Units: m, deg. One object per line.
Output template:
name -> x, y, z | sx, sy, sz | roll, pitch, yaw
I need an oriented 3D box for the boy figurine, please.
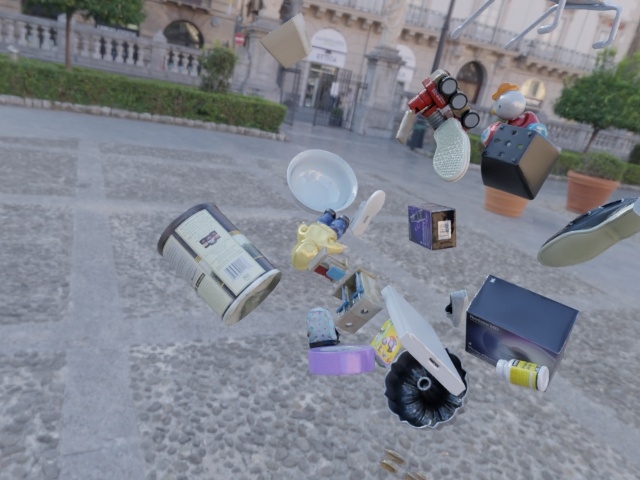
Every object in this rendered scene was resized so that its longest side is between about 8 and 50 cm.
boy figurine -> 0.000, 0.000, 1.503 | 0.177, 0.092, 0.285 | 26, 40, 12

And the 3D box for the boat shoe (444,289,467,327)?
boat shoe -> 0.558, 0.286, 1.929 | 0.081, 0.227, 0.079 | -3, 45, 4

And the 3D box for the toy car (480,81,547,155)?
toy car -> 0.700, -0.474, 1.747 | 0.210, 0.238, 0.219 | -23, 19, 10

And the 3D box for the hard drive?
hard drive -> 0.255, 0.245, 1.201 | 0.203, 0.040, 0.307 | 45, 10, -10

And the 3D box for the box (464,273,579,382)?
box -> 0.655, 0.310, 1.545 | 0.296, 0.294, 0.182 | 24, 60, 32

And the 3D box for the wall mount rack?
wall mount rack -> 0.505, -0.529, 1.101 | 0.350, 0.130, 0.304 | -2, 23, -29

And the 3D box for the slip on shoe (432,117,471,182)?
slip on shoe -> 0.408, -0.265, 1.388 | 0.101, 0.123, 0.331 | 41, 32, -17

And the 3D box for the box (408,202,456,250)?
box -> 0.432, -0.059, 1.802 | 0.108, 0.153, 0.207 | -7, 11, -13

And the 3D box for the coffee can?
coffee can -> -0.269, 0.062, 1.240 | 0.275, 0.201, 0.201 | 45, 28, 11

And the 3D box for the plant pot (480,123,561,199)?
plant pot -> 0.628, -0.271, 1.490 | 0.187, 0.188, 0.167 | 30, -3, 42

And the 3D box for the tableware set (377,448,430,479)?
tableware set -> 0.222, 0.608, 1.221 | 0.141, 0.168, 0.020 | 27, 55, 15

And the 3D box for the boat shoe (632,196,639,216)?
boat shoe -> 0.864, -0.030, 1.131 | 0.105, 0.113, 0.306 | 38, 26, 1

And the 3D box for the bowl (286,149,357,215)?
bowl -> -0.008, -0.212, 1.883 | 0.298, 0.134, 0.297 | 8, 61, -15

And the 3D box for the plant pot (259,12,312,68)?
plant pot -> -0.081, -0.523, 1.224 | 0.109, 0.096, 0.109 | -23, 24, 23

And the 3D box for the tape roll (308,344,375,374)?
tape roll -> 0.087, 0.491, 1.913 | 0.275, 0.090, 0.275 | -3, -8, 0

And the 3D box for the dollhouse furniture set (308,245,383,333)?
dollhouse furniture set -> 0.049, 0.135, 1.233 | 0.184, 0.129, 0.129 | 29, 30, -23

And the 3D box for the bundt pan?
bundt pan -> 0.409, 0.562, 1.735 | 0.331, 0.331, 0.124 | 36, -13, 50

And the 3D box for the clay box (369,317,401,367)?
clay box -> 0.331, 0.495, 2.257 | 0.222, 0.127, 0.053 | -49, 23, -27

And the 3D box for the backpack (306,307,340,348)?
backpack -> 0.004, 0.395, 2.100 | 0.152, 0.182, 0.115 | -11, -10, 5

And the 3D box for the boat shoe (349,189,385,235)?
boat shoe -> 0.159, -0.104, 1.615 | 0.066, 0.184, 0.063 | 8, 31, -35

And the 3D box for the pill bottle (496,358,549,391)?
pill bottle -> 0.521, 0.345, 1.197 | 0.116, 0.065, 0.065 | 3, 9, 42

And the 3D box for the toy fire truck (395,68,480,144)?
toy fire truck -> 0.370, -0.402, 1.525 | 0.217, 0.246, 0.158 | 45, 23, -26

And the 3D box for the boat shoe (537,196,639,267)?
boat shoe -> 0.838, -0.033, 1.437 | 0.127, 0.340, 0.113 | 42, 33, -15
